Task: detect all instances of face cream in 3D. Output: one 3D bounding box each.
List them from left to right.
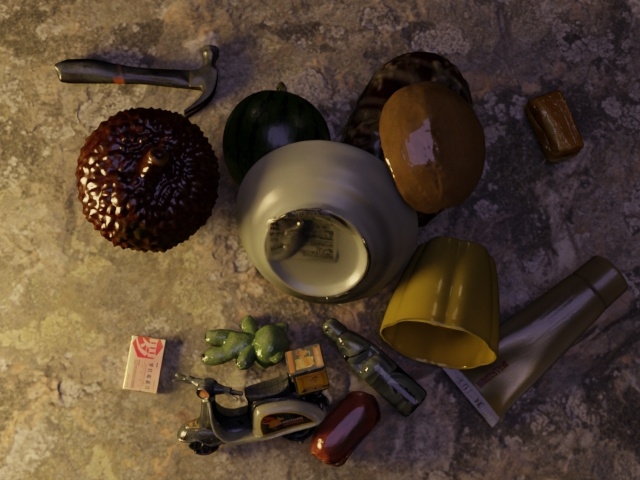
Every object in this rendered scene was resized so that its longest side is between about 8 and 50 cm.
[{"bbox_3d":[0.383,0.164,1.402,0.341,0.084,0.137,-40,85,-4],"label":"face cream"}]

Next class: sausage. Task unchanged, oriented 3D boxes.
[{"bbox_3d":[0.042,0.313,1.340,0.076,0.076,0.141,40,79,4],"label":"sausage"}]

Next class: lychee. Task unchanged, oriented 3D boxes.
[{"bbox_3d":[-0.280,-0.091,1.297,0.236,0.271,0.235,4,70,-11],"label":"lychee"}]

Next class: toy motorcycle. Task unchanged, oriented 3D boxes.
[{"bbox_3d":[-0.112,0.267,1.301,0.263,0.091,0.157,-13,120,-2],"label":"toy motorcycle"}]

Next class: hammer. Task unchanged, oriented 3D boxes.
[{"bbox_3d":[-0.333,-0.294,1.456,0.290,0.037,0.137,2,76,-5],"label":"hammer"}]

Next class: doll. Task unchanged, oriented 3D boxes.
[{"bbox_3d":[-0.125,0.182,1.363,0.150,0.077,0.115,0,40,6],"label":"doll"}]

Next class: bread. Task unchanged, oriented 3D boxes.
[{"bbox_3d":[0.438,-0.213,1.496,0.074,0.053,0.132,-20,80,-13],"label":"bread"}]

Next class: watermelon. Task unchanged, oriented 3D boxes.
[{"bbox_3d":[-0.072,-0.174,1.376,0.188,0.188,0.214,12,84,-2],"label":"watermelon"}]

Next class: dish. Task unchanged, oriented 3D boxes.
[{"bbox_3d":[0.000,0.000,1.290,0.316,0.316,0.106,19,35,-1],"label":"dish"}]

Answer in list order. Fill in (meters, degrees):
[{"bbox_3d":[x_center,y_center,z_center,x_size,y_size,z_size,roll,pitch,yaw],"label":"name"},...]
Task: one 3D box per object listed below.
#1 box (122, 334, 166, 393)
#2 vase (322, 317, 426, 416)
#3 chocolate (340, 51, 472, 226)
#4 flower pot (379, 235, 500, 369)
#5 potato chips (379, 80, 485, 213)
[{"bbox_3d":[-0.298,0.211,1.362,0.058,0.015,0.093,8,78,-1],"label":"box"},{"bbox_3d":[0.087,0.209,1.371,0.211,0.060,0.060,43,78,4],"label":"vase"},{"bbox_3d":[0.151,-0.177,1.384,0.225,0.210,0.340,22,77,2],"label":"chocolate"},{"bbox_3d":[0.214,0.100,1.349,0.195,0.195,0.179,18,63,-1],"label":"flower pot"},{"bbox_3d":[0.183,-0.149,1.249,0.195,0.062,0.208,28,73,-16],"label":"potato chips"}]
